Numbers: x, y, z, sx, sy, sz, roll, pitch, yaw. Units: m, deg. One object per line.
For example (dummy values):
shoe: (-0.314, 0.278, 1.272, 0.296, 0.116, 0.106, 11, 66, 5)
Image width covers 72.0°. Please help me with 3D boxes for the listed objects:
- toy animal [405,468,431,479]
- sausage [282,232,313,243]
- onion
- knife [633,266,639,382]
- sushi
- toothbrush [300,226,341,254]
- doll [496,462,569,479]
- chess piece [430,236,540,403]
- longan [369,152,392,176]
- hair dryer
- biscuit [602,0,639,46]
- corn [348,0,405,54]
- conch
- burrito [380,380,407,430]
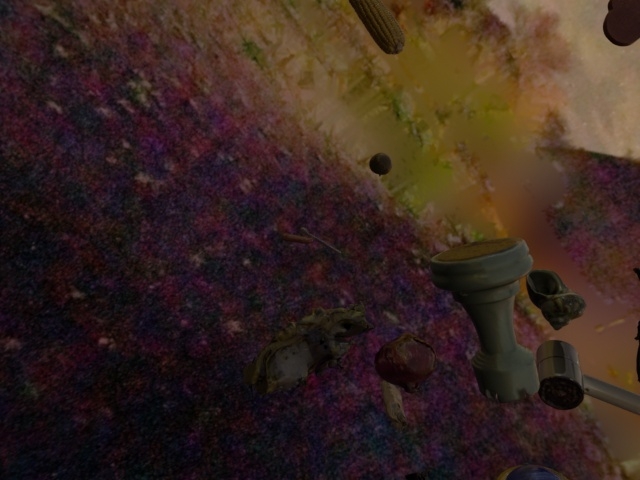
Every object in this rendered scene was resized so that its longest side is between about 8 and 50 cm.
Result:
toy animal: (0.363, 0.910, 1.520, 0.117, 0.121, 0.210, 12, 56, -15)
sausage: (-0.111, -0.008, 2.135, 0.036, 0.158, 0.042, 45, 55, -69)
onion: (0.144, 0.208, 0.743, 0.107, 0.107, 0.097, 26, 41, -48)
knife: (0.579, 0.157, 0.780, 0.045, 0.021, 0.222, -152, -129, -71)
sushi: (-0.016, 0.207, 0.868, 0.291, 0.139, 0.131, -16, 71, -31)
toothbrush: (-0.001, 0.001, 1.764, 0.194, 0.014, 0.017, 34, 46, 13)
doll: (0.585, 0.678, 1.102, 0.159, 0.311, 0.243, -85, 169, -78)
chess piece: (0.346, 0.158, 0.885, 0.194, 0.194, 0.299, -27, 102, -65)
longan: (0.190, -0.236, 1.395, 0.075, 0.075, 0.083, -91, 174, -48)
hair dryer: (0.853, 0.454, 1.347, 0.362, 0.128, 0.203, 19, 28, 17)
biscuit: (0.493, -0.361, 0.707, 0.078, 0.091, 0.015, 41, 6, -3)
corn: (0.134, -0.529, 1.054, 0.206, 0.067, 0.067, 57, 25, 11)
conch: (0.760, 0.197, 1.441, 0.187, 0.124, 0.181, 15, 31, 12)
burrito: (0.251, 0.567, 1.508, 0.087, 0.060, 0.226, 46, 8, -6)
